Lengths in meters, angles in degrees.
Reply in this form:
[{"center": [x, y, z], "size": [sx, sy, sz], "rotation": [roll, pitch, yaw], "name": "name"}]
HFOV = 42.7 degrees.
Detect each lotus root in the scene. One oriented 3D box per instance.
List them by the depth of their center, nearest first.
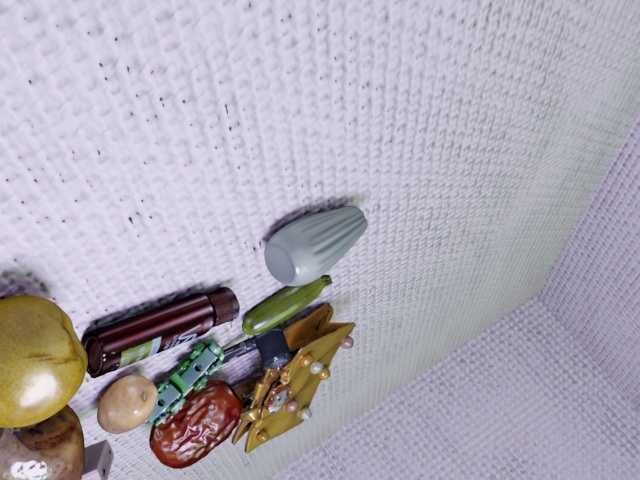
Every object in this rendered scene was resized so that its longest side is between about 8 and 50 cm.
[{"center": [-0.536, 0.357, 1.448], "size": [0.272, 0.272, 0.192], "rotation": [-13, 136, -45], "name": "lotus root"}]

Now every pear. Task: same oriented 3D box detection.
[{"center": [-0.471, 0.191, 1.265], "size": [0.209, 0.209, 0.209], "rotation": [-31, 157, -15], "name": "pear"}]

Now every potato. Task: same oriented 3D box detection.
[{"center": [-0.424, 0.359, 1.782], "size": [0.109, 0.118, 0.178], "rotation": [23, 139, -25], "name": "potato"}]

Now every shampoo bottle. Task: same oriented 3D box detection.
[{"center": [-0.309, 0.175, 1.627], "size": [0.323, 0.084, 0.129], "rotation": [-18, 154, -39], "name": "shampoo bottle"}]

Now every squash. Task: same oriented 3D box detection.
[{"center": [-0.078, 0.146, 1.939], "size": [0.252, 0.066, 0.066], "rotation": [-33, 157, -14], "name": "squash"}]

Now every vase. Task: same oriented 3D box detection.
[{"center": [0.000, 0.000, 1.709], "size": [0.248, 0.128, 0.128], "rotation": [-31, 159, -39], "name": "vase"}]

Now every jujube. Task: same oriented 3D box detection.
[{"center": [-0.315, 0.459, 2.057], "size": [0.250, 0.174, 0.174], "rotation": [-41, 158, -9], "name": "jujube"}]

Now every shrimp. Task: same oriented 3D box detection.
[{"center": [-0.194, 0.446, 2.354], "size": [0.178, 0.075, 0.289], "rotation": [-44, 144, 10], "name": "shrimp"}]

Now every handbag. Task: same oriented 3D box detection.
[{"center": [-0.076, 0.372, 2.170], "size": [0.283, 0.133, 0.401], "rotation": [-18, 141, -54], "name": "handbag"}]

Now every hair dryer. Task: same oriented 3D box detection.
[{"center": [-0.186, 0.271, 1.980], "size": [0.219, 0.124, 0.071], "rotation": [-23, 156, 8], "name": "hair dryer"}]

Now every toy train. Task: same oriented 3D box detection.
[{"center": [-0.321, 0.328, 1.903], "size": [0.251, 0.085, 0.119], "rotation": [-43, -177, 1], "name": "toy train"}]

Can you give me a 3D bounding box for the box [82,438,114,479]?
[{"center": [-0.597, 0.513, 1.622], "size": [0.365, 0.051, 0.204], "rotation": [-22, -174, -8], "name": "box"}]
